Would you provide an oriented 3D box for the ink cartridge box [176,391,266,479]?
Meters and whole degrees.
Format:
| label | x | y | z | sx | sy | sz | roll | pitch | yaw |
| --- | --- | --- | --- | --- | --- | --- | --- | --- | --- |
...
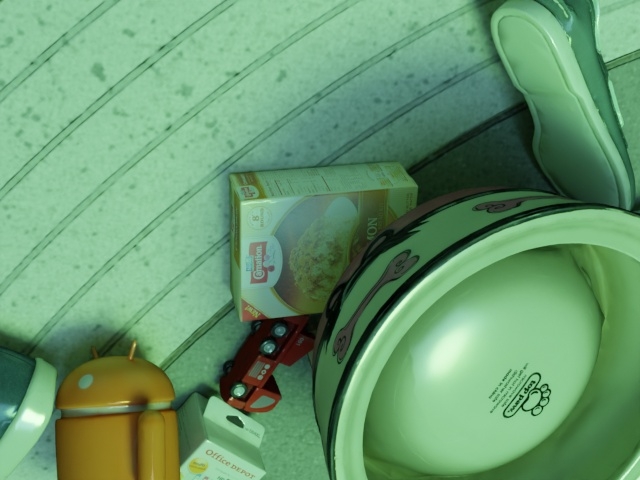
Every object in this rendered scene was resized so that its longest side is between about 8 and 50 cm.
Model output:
| label | x | y | z | sx | sy | sz | roll | pitch | yaw |
| --- | --- | --- | --- | --- | --- | --- | --- | --- | --- |
| ink cartridge box | -0.136 | 0.252 | 1.144 | 0.092 | 0.090 | 0.143 | 35 | 103 | -29 |

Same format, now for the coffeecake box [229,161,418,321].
| label | x | y | z | sx | sy | sz | roll | pitch | yaw |
| --- | --- | --- | --- | --- | --- | --- | --- | --- | --- |
| coffeecake box | 0.000 | 0.000 | 1.063 | 0.185 | 0.068 | 0.142 | -6 | 120 | -14 |

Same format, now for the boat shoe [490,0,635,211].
| label | x | y | z | sx | sy | sz | roll | pitch | yaw |
| --- | --- | --- | --- | --- | --- | --- | --- | --- | --- |
| boat shoe | 0.276 | -0.142 | 1.045 | 0.099 | 0.116 | 0.319 | -48 | 131 | -17 |

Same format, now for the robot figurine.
| label | x | y | z | sx | sy | sz | roll | pitch | yaw |
| --- | --- | --- | --- | --- | --- | --- | --- | --- | --- |
| robot figurine | -0.210 | 0.215 | 1.043 | 0.128 | 0.158 | 0.220 | -4 | 82 | 1 |

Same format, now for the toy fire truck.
| label | x | y | z | sx | sy | sz | roll | pitch | yaw |
| --- | --- | --- | --- | --- | --- | --- | --- | --- | --- |
| toy fire truck | -0.013 | 0.122 | 1.136 | 0.135 | 0.047 | 0.192 | 25 | 109 | -28 |

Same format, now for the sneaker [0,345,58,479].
| label | x | y | z | sx | sy | sz | roll | pitch | yaw |
| --- | --- | --- | --- | --- | --- | --- | --- | --- | --- |
| sneaker | -0.416 | 0.242 | 1.042 | 0.148 | 0.131 | 0.350 | 30 | 100 | -21 |

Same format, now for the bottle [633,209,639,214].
| label | x | y | z | sx | sy | sz | roll | pitch | yaw |
| --- | --- | --- | --- | --- | --- | --- | --- | --- | --- |
| bottle | 0.371 | 0.021 | 1.159 | 0.282 | 0.118 | 0.092 | -13 | 130 | -9 |

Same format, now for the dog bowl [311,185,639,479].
| label | x | y | z | sx | sy | sz | roll | pitch | yaw |
| --- | --- | --- | --- | --- | --- | --- | --- | --- | --- |
| dog bowl | 0.172 | 0.127 | 0.998 | 0.407 | 0.150 | 0.408 | -9 | 117 | -19 |
